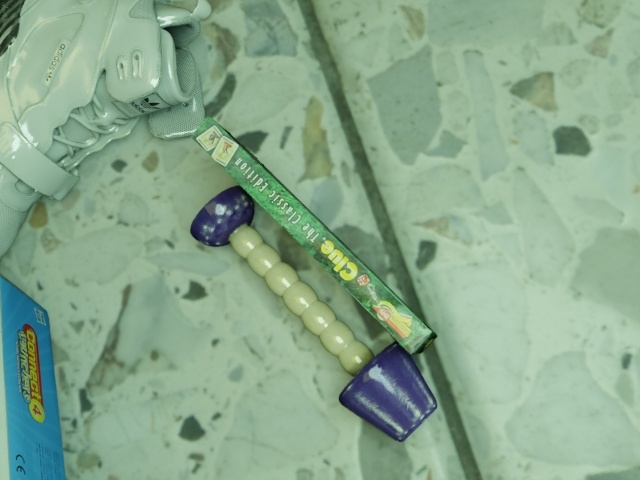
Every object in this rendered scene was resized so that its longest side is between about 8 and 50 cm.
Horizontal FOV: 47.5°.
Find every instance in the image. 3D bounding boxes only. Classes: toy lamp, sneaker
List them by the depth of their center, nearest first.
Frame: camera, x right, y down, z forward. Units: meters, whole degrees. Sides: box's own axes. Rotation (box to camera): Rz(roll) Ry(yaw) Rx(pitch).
[{"bbox_3d":[-0.005,0.065,0.667,0.080,0.080,0.275,-43,75,2],"label":"toy lamp"},{"bbox_3d":[-0.245,-0.112,0.708,0.210,0.137,0.366,16,81,15],"label":"sneaker"}]

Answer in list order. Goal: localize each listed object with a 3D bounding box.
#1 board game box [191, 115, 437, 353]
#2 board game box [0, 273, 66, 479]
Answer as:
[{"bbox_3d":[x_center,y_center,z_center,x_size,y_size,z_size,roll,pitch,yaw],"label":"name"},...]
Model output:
[{"bbox_3d":[0.000,0.000,0.646,0.030,0.136,0.259,-45,75,-1],"label":"board game box"},{"bbox_3d":[-0.384,0.225,0.641,0.301,0.086,0.308,-25,53,3],"label":"board game box"}]
